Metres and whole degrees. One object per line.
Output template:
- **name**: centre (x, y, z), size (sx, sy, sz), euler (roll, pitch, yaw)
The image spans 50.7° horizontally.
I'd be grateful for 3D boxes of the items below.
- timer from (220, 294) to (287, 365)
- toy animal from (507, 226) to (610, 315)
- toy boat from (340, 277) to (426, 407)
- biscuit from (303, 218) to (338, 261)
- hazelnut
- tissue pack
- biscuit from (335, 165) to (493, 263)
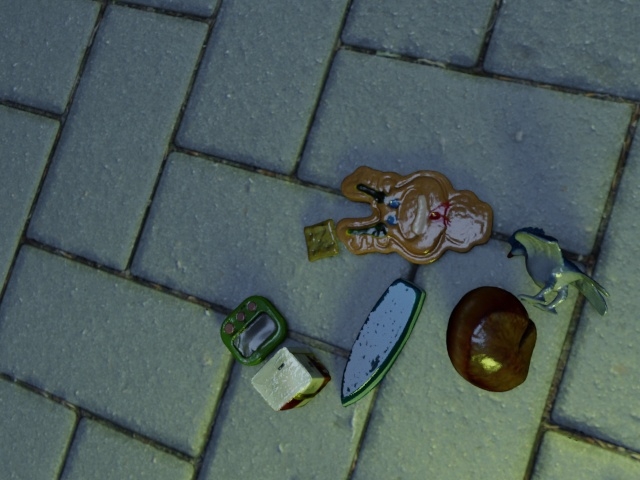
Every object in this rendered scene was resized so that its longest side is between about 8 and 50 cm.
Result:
- **timer**: centre (-0.147, 0.199, 1.492), size (0.140, 0.047, 0.128), euler (-44, 70, 6)
- **toy animal**: centre (0.433, 0.045, 1.259), size (0.255, 0.239, 0.176), euler (5, 66, 52)
- **toy boat**: centre (0.116, 0.216, 1.399), size (0.096, 0.062, 0.299), euler (29, 91, 19)
- **biscuit**: centre (0.000, 0.000, 1.480), size (0.083, 0.018, 0.081), euler (-16, 78, 37)
- **hazelnut**: centre (0.316, 0.192, 1.284), size (0.178, 0.178, 0.204), euler (-19, 117, 13)
- **tissue pack**: centre (-0.057, 0.287, 1.396), size (0.106, 0.149, 0.099), euler (-46, 71, 6)
- **biscuit**: centre (0.194, -0.053, 1.428), size (0.334, 0.047, 0.202), euler (8, 84, 18)
